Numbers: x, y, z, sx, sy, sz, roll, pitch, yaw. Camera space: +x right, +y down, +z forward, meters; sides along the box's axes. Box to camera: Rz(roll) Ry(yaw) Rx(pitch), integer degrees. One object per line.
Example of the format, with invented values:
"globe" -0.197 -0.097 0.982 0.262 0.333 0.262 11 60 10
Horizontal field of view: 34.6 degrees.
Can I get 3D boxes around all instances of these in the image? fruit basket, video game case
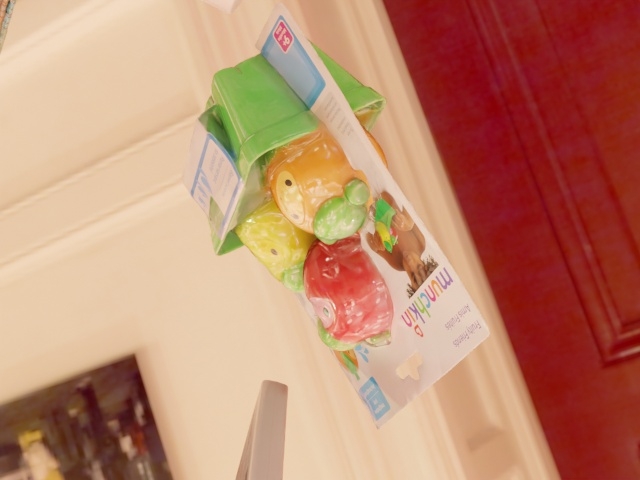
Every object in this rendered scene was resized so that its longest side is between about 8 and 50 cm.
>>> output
"fruit basket" 0.000 0.000 1.006 0.165 0.353 0.327 -20 163 -22
"video game case" -0.086 0.332 1.054 0.036 0.299 0.329 14 -171 -4

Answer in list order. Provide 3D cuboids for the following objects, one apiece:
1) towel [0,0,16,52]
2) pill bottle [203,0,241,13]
"towel" -0.289 -0.320 0.699 0.040 0.370 0.271 -21 171 -33
"pill bottle" -0.172 -0.321 0.925 0.152 0.272 0.152 -60 -175 9
